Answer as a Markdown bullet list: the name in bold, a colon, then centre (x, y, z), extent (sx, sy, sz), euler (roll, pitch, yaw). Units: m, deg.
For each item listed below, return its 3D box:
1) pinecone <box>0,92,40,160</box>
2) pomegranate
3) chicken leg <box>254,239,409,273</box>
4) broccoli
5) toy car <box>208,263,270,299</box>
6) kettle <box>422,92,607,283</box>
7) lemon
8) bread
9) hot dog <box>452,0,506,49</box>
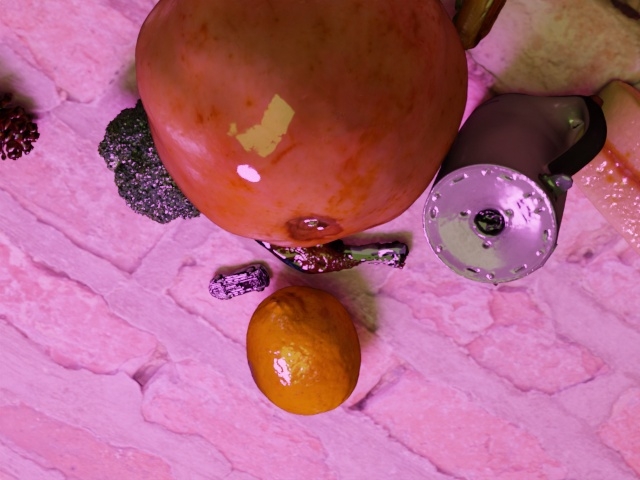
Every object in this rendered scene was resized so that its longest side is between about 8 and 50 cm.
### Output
- **pinecone**: centre (-0.439, -0.156, 2.061), extent (0.102, 0.102, 0.109), euler (-20, 149, 22)
- **pomegranate**: centre (-0.019, -0.194, 1.801), extent (0.411, 0.411, 0.411), euler (4, 127, 6)
- **chicken leg**: centre (0.000, 0.000, 2.130), extent (0.253, 0.051, 0.106), euler (19, 122, -9)
- **broccoli**: centre (-0.201, -0.114, 2.021), extent (0.195, 0.156, 0.195), euler (0, 92, -11)
- **toy car**: centre (-0.120, 0.060, 2.207), extent (0.093, 0.025, 0.041), euler (-13, 122, 14)
- **kettle**: centre (0.255, -0.087, 1.887), extent (0.240, 0.255, 0.165), euler (-29, 106, 28)
- **lemon**: centre (-0.024, 0.158, 2.177), extent (0.170, 0.170, 0.207), euler (-7, 119, 14)
- **bread**: centre (0.437, -0.056, 1.944), extent (0.264, 0.163, 0.167), euler (28, 127, -11)
- **hot dog**: centre (0.206, -0.313, 1.847), extent (0.055, 0.072, 0.188), euler (34, 127, 11)
